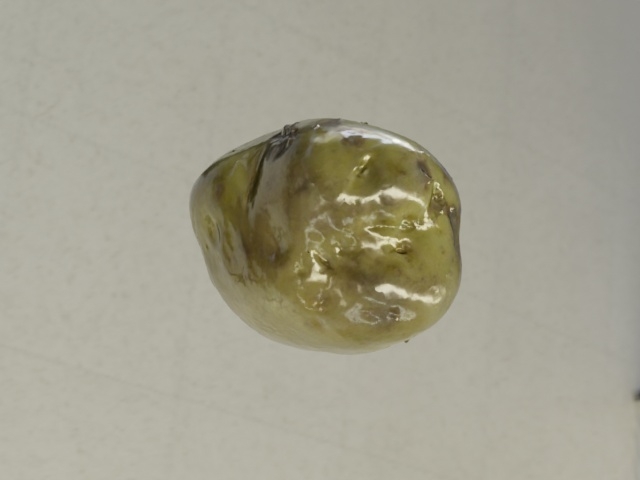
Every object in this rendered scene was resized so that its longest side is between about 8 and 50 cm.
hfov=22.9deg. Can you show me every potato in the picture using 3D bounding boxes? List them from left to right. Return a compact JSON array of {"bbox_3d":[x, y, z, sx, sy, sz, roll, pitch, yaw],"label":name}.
[{"bbox_3d":[0.004,-0.002,1.045,0.137,0.200,0.154,2,84,-41],"label":"potato"}]
